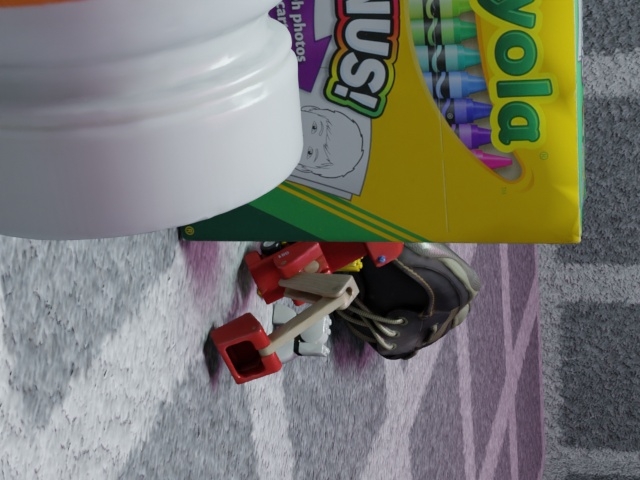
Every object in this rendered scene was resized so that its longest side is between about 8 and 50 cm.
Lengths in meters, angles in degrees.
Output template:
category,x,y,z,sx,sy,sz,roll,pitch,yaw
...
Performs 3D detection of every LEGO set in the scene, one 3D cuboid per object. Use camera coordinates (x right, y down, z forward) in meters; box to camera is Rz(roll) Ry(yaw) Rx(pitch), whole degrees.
category,x,y,z,sx,sy,sz,roll,pitch,yaw
LEGO set,0.000,0.000,1.397,0.087,0.093,0.227,48,45,-68

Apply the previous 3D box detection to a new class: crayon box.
category,x,y,z,sx,sy,sz,roll,pitch,yaw
crayon box,0.036,-0.181,1.103,0.106,0.313,0.363,-57,144,-64

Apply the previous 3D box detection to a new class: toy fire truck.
category,x,y,z,sx,sy,sz,roll,pitch,yaw
toy fire truck,-0.008,0.036,1.280,0.047,0.192,0.135,64,-1,-30

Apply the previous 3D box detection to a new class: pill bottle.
category,x,y,z,sx,sy,sz,roll,pitch,yaw
pill bottle,-0.121,-0.214,0.696,0.224,0.224,0.392,-59,146,-62

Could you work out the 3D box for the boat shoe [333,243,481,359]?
category,x,y,z,sx,sy,sz,roll,pitch,yaw
boat shoe,0.091,0.066,1.621,0.130,0.132,0.355,-49,162,-7
